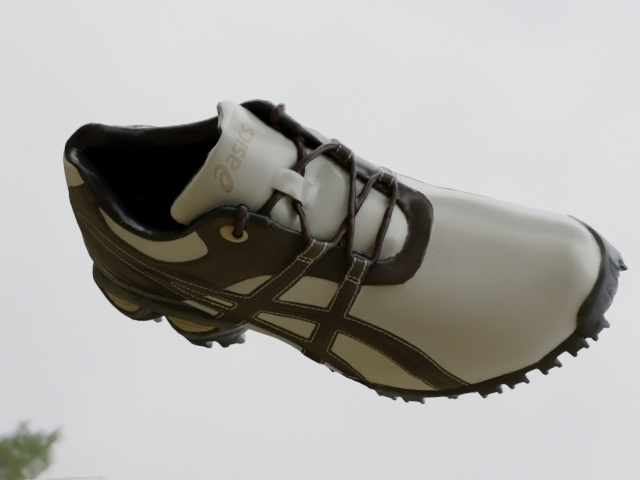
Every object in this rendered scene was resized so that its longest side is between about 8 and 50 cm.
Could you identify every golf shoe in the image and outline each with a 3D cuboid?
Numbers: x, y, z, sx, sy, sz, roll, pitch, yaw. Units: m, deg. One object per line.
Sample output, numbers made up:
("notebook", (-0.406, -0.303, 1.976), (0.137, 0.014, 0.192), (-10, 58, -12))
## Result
("golf shoe", (0.000, 0.000, 0.599), (0.198, 0.077, 0.094), (4, -30, 21))

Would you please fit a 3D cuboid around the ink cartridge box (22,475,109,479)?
("ink cartridge box", (-0.177, 0.256, 0.861), (0.232, 0.168, 0.171), (-51, -117, 20))
